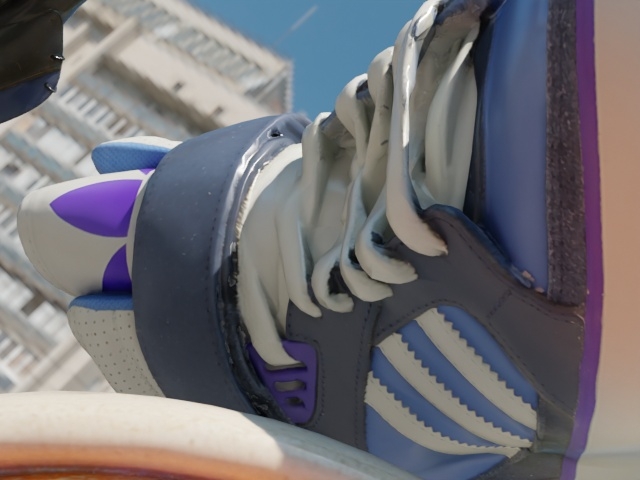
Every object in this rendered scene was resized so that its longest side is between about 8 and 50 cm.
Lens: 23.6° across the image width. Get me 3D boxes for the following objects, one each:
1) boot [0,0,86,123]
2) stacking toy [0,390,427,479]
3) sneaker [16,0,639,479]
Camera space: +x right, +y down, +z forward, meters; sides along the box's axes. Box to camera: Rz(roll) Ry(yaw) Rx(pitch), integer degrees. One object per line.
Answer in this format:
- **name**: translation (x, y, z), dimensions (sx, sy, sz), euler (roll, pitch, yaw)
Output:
- **boot**: translation (-0.210, -0.159, 1.148), dimensions (0.082, 0.219, 0.106), euler (-129, -160, -61)
- **stacking toy**: translation (-0.057, 0.270, 0.237), dimensions (0.351, 0.350, 0.480), euler (55, 10, -19)
- **sneaker**: translation (0.000, 0.000, 0.494), dimensions (0.236, 0.130, 0.323), euler (7, -27, 9)
